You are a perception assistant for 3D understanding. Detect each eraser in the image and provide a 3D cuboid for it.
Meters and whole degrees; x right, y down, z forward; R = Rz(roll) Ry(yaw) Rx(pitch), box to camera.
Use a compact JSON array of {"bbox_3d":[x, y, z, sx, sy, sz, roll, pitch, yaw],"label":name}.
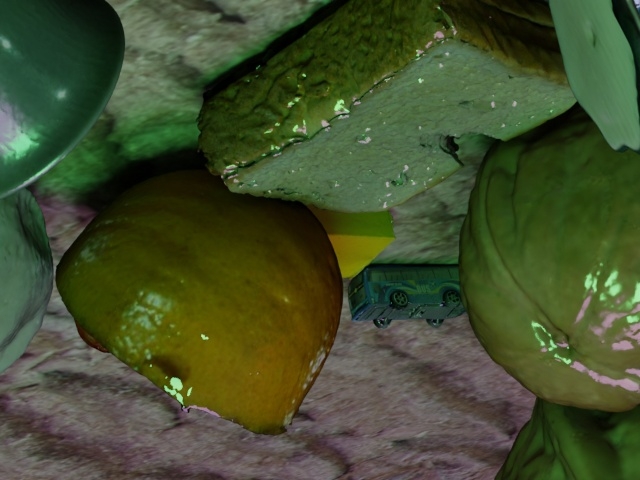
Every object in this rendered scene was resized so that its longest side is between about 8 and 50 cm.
[{"bbox_3d":[0.000,0.000,1.940,0.122,0.045,0.097,5,149,-35],"label":"eraser"}]

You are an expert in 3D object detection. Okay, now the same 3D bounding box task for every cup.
[{"bbox_3d":[-0.261,-0.144,1.370,0.199,0.199,0.150,-22,137,19],"label":"cup"}]

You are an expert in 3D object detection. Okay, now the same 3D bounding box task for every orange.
[{"bbox_3d":[-0.102,0.056,1.733,0.274,0.274,0.310,-40,-174,45],"label":"orange"}]

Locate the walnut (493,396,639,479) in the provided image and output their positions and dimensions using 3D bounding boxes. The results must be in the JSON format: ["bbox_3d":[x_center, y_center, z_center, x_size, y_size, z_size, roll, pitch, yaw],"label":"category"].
[{"bbox_3d":[0.325,0.279,1.876,0.381,0.381,0.381,-11,156,-5],"label":"walnut"}]

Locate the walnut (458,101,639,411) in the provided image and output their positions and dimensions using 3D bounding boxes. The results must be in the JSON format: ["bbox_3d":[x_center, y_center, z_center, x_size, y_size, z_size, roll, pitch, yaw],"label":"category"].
[{"bbox_3d":[0.281,-0.003,1.765,0.332,0.333,0.333,-11,156,-5],"label":"walnut"}]

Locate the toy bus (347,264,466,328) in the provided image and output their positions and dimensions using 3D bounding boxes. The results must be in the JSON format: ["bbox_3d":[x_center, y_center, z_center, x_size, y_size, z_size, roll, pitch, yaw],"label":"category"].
[{"bbox_3d":[0.101,0.059,2.100,0.153,0.061,0.051,0,151,-31],"label":"toy bus"}]

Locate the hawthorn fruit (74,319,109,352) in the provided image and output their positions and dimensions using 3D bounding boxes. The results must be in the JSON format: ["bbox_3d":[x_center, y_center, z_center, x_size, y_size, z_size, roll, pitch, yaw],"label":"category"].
[{"bbox_3d":[-0.217,0.076,1.961,0.077,0.077,0.077,-11,156,-5],"label":"hawthorn fruit"}]

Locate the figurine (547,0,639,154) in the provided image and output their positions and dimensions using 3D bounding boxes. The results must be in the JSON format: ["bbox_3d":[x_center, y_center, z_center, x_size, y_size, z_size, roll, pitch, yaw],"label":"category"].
[{"bbox_3d":[0.361,-0.210,1.486,0.340,0.231,0.324,-17,131,-9],"label":"figurine"}]

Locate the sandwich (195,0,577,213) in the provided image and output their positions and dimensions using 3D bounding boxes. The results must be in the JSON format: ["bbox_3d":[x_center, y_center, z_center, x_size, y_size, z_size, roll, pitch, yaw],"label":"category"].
[{"bbox_3d":[0.066,-0.124,1.651,0.273,0.095,0.249,-31,154,32],"label":"sandwich"}]

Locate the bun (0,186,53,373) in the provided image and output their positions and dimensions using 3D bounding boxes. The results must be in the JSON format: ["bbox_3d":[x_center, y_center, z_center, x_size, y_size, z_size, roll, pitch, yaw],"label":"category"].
[{"bbox_3d":[-0.392,0.048,1.663,0.354,0.194,0.354,-11,158,-4],"label":"bun"}]
